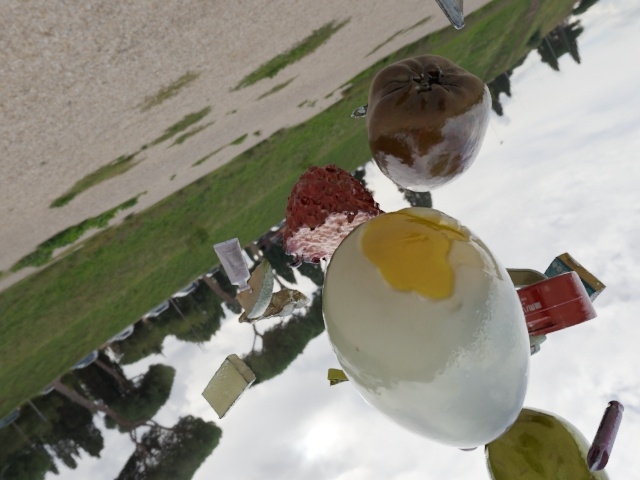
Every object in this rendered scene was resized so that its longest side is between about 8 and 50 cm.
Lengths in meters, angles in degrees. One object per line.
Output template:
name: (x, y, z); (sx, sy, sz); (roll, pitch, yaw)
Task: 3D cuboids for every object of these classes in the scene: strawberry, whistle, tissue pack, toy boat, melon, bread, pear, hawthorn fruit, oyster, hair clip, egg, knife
strawberry: (0.020, -0.061, 0.957); (0.233, 0.178, 0.234); (-10, 155, -5)
whistle: (0.512, 0.346, 0.834); (0.176, 0.033, 0.033); (-27, -176, -43)
tissue pack: (0.830, 0.138, 1.537); (0.082, 0.169, 0.120); (-11, 136, -26)
toy boat: (0.135, -0.417, 1.496); (0.083, 0.038, 0.038); (-24, -167, 13)
melon: (-0.185, 0.144, 1.399); (0.054, 0.098, 0.182); (-11, 145, -51)
bread: (-0.177, 0.278, 0.885); (0.028, 0.068, 0.154); (-27, 157, -52)
pear: (0.524, 0.540, 1.071); (0.253, 0.253, 0.307); (-34, -127, -4)
hawthorn fruit: (0.227, -0.235, 1.025); (0.267, 0.301, 0.268); (-8, -129, 10)
oyster: (-0.188, 0.264, 1.912); (0.341, 0.110, 0.166); (-12, 160, -26)
hair clip: (0.109, 0.433, 1.522); (0.173, 0.046, 0.072); (-9, -145, 12)
egg: (0.154, 0.128, 0.689); (0.283, 0.345, 0.283); (-20, 156, -9)
knife: (0.492, 0.108, 1.368); (0.343, 0.061, 0.027); (-1, -176, 34)

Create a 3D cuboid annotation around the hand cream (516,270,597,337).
hand cream: (0.571, 0.164, 1.169); (0.193, 0.125, 0.193); (-18, 163, -6)

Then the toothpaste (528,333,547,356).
toothpaste: (0.356, 0.247, 0.935); (0.233, 0.060, 0.038); (-27, -178, -7)

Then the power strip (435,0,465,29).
power strip: (0.155, -0.423, 0.635); (0.064, 0.213, 0.198); (-23, -137, 36)

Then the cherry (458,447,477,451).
cherry: (0.385, 0.527, 1.302); (0.106, 0.087, 0.126); (-2, -130, -6)

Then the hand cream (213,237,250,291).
hand cream: (-0.229, 0.068, 1.248); (0.053, 0.142, 0.084); (-27, 176, 41)
